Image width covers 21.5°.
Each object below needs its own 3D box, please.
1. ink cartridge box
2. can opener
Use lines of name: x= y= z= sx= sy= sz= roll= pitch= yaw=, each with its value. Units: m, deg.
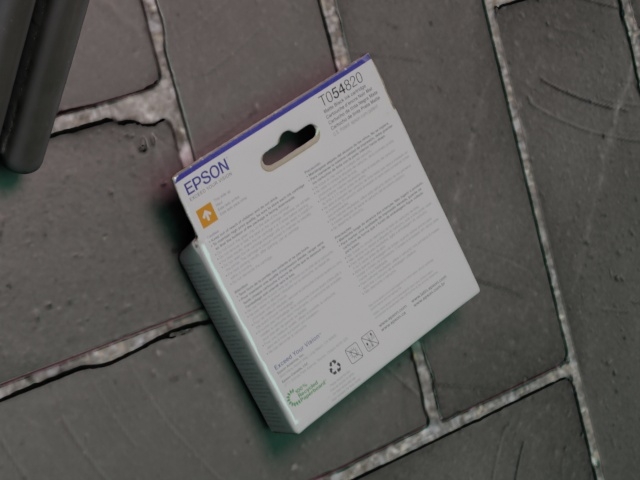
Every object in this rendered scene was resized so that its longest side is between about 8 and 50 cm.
ink cartridge box: x=0.000 y=0.000 z=1.317 sx=0.223 sy=0.045 sz=0.224 roll=-34 pitch=107 yaw=-32
can opener: x=-0.195 y=-0.184 z=1.118 sx=0.076 sy=0.095 sz=0.283 roll=0 pitch=123 yaw=-36
